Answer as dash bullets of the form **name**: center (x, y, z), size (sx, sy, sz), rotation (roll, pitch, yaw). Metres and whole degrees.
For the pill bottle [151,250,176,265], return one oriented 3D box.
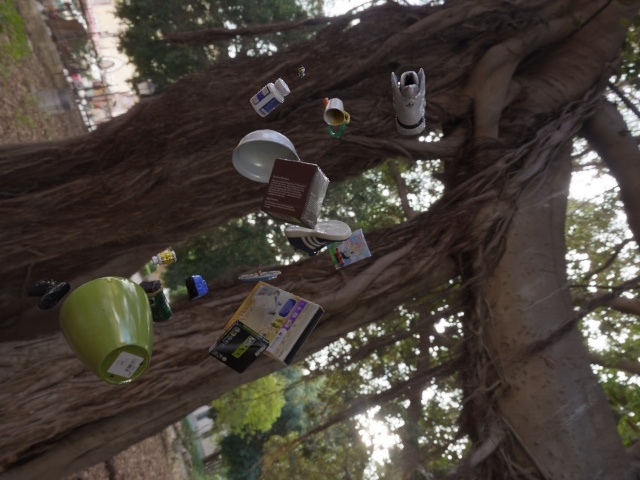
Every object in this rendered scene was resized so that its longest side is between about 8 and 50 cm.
- **pill bottle**: center (-0.843, 0.099, 2.325), size (0.065, 0.116, 0.065), rotation (38, -45, 50)

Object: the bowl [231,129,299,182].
- **bowl**: center (-0.238, -0.396, 1.920), size (0.298, 0.298, 0.134), rotation (115, -21, -60)

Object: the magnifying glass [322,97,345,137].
- **magnifying glass**: center (0.058, -0.589, 2.057), size (0.092, 0.026, 0.231), rotation (-41, -122, 36)

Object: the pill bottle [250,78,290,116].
- **pill bottle**: center (-0.250, -0.721, 2.172), size (0.112, 0.187, 0.112), rotation (49, 20, -24)

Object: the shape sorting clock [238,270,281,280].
- **shape sorting clock**: center (-0.292, 0.167, 2.082), size (0.206, 0.206, 0.040), rotation (178, -91, -68)

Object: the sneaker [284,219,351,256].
- **sneaker**: center (0.000, 0.000, 1.938), size (0.350, 0.131, 0.148), rotation (4, -58, 40)

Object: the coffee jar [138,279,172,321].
- **coffee jar**: center (-0.707, 0.255, 1.844), size (0.079, 0.096, 0.184), rotation (-71, 154, -62)

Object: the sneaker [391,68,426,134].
- **sneaker**: center (0.355, -0.602, 1.724), size (0.210, 0.137, 0.366), rotation (76, 15, -46)

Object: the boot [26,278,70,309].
- **boot**: center (-0.807, 0.156, 1.257), size (0.121, 0.099, 0.045), rotation (-68, 158, -59)

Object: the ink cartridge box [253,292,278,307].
- **ink cartridge box**: center (-0.254, 0.278, 2.001), size (0.115, 0.029, 0.063), rotation (0, -74, 26)

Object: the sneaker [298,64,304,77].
- **sneaker**: center (-0.104, -0.881, 2.250), size (0.035, 0.031, 0.083), rotation (52, 30, -45)

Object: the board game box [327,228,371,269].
- **board game box**: center (0.154, 0.049, 2.391), size (0.160, 0.211, 0.039), rotation (69, 14, 7)

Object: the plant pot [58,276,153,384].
- **plant pot**: center (-0.628, 0.296, 1.324), size (0.293, 0.275, 0.275), rotation (33, -44, 48)

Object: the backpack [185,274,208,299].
- **backpack**: center (-0.677, 0.251, 2.353), size (0.098, 0.101, 0.120), rotation (-30, -100, 31)

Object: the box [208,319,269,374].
- **box**: center (-0.352, 0.463, 1.869), size (0.184, 0.190, 0.045), rotation (42, 8, -20)

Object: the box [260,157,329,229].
- **box**: center (-0.090, -0.167, 1.578), size (0.167, 0.168, 0.203), rotation (38, 68, -69)

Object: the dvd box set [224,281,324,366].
- **dvd box set**: center (-0.228, 0.381, 2.051), size (0.420, 0.307, 0.062), rotation (15, -31, 38)

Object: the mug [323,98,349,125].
- **mug**: center (0.044, -0.375, 1.262), size (0.078, 0.062, 0.064), rotation (55, 31, -47)
